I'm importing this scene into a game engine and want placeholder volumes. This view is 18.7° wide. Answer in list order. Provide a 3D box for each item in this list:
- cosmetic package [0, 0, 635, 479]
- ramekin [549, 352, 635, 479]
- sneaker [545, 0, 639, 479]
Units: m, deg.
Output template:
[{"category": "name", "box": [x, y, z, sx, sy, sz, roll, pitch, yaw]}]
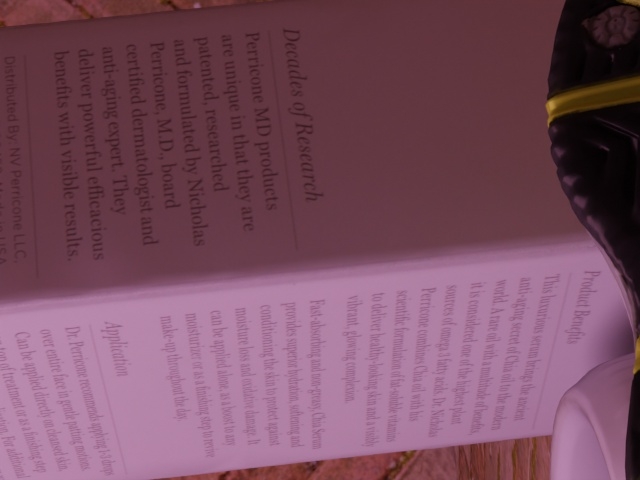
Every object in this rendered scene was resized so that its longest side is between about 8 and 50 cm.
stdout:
[{"category": "cosmetic package", "box": [0.000, 0.000, 0.993, 0.230, 0.453, 0.161, 91, 173, -62]}, {"category": "ramekin", "box": [0.187, 0.167, 0.891, 0.273, 0.127, 0.273, 174, 90, -87]}, {"category": "sneaker", "box": [0.176, 0.016, 0.738, 0.147, 0.145, 0.384, 44, -136, -54]}]
